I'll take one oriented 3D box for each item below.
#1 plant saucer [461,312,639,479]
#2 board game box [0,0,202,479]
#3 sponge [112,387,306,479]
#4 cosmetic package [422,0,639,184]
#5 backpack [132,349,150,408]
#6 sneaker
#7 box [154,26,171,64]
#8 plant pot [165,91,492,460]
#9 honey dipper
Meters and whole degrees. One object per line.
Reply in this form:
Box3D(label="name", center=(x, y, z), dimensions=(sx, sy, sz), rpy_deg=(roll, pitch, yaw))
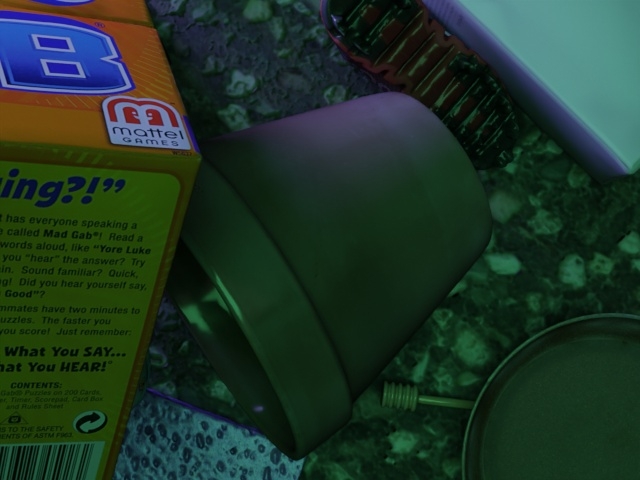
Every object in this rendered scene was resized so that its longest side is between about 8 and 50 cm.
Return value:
Box3D(label="plant saucer", center=(0.298, 0.229, 1.090), dimensions=(0.311, 0.050, 0.310), rpy_deg=(0, 91, -3))
Box3D(label="board game box", center=(-0.337, -0.036, 0.820), dimensions=(0.357, 0.356, 0.356), rpy_deg=(3, 128, -24))
Box3D(label="sponge", center=(-0.130, 0.245, 1.122), dimensions=(0.210, 0.031, 0.117), rpy_deg=(20, 89, 3))
Box3D(label="cosmetic package", center=(0.239, -0.264, 1.062), dimensions=(0.217, 0.156, 0.385), rpy_deg=(-44, 89, 1))
Box3D(label="backpack", center=(-0.272, 0.130, 1.081), dimensions=(0.182, 0.115, 0.152), rpy_deg=(2, 95, 18))
Box3D(label="sneaker", center=(0.103, -0.185, 1.091), dimensions=(0.276, 0.135, 0.097), rpy_deg=(41, 98, -21))
Box3D(label="box", center=(-0.254, -0.203, 1.072), dimensions=(0.158, 0.156, 0.093), rpy_deg=(-26, 89, 1))
Box3D(label="plant pot", center=(0.000, 0.000, 1.009), dimensions=(0.280, 0.323, 0.323), rpy_deg=(-33, 88, -15))
Box3D(label="honey dipper", center=(0.146, 0.175, 1.116), dimensions=(0.161, 0.030, 0.030), rpy_deg=(7, 89, 0))
